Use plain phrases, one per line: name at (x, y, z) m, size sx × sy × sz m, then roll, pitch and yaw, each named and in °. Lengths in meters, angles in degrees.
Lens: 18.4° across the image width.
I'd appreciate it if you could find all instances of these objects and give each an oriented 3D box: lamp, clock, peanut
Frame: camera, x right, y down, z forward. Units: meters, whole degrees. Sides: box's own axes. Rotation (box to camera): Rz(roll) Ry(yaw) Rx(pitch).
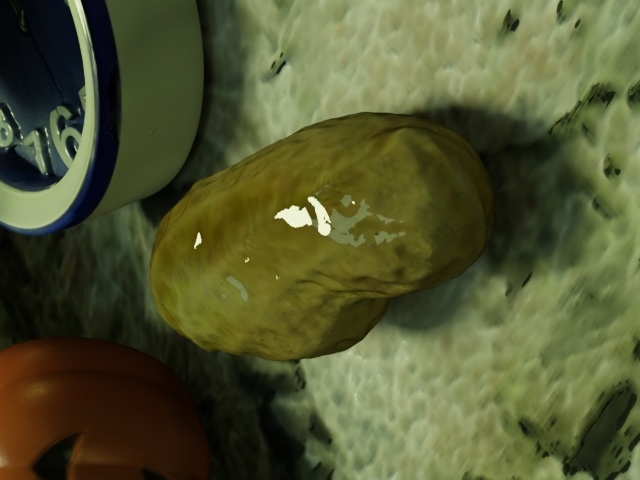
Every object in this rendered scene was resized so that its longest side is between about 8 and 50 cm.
lamp at (-0.134, 0.149, 1.133) m, size 0.187 × 0.163 × 0.188 m, roll -176°, pitch 90°, yaw -70°
clock at (-0.159, -0.121, 1.096) m, size 0.230 × 0.083 × 0.230 m, roll 30°, pitch 129°, yaw 44°
peanut at (0.000, 0.000, 0.945) m, size 0.108 × 0.095 × 0.226 m, roll 54°, pitch 141°, yaw -8°
